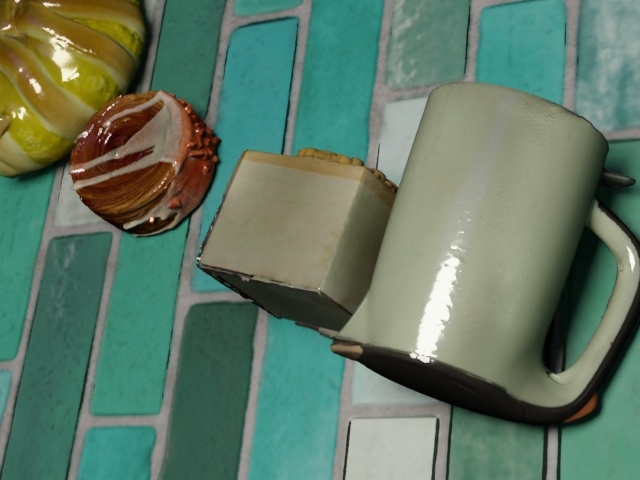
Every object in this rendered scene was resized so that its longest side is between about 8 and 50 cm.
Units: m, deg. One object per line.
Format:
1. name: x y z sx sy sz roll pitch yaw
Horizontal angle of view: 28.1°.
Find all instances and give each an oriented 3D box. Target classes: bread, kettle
1. bread: -0.187 -0.084 1.372 0.160 0.073 0.160 -14 58 24
2. bread: -0.354 -0.242 1.485 0.333 0.160 0.333 -11 62 22
3. kettle: 0.159 0.020 1.091 0.240 0.165 0.255 18 75 5

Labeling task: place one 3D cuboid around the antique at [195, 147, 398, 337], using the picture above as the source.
1. antique: 0.000 0.000 1.178 0.152 0.147 0.148 11 74 37
